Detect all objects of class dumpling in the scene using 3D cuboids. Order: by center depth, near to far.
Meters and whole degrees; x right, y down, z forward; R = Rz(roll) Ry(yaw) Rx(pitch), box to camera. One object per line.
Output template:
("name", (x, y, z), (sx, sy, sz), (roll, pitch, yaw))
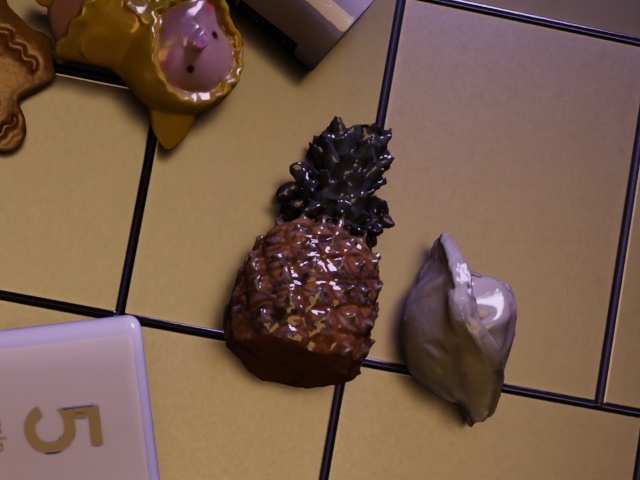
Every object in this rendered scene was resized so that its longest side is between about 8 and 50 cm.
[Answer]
("dumpling", (0.143, 0.092, 1.916), (0.118, 0.136, 0.199), (-15, 96, -17))

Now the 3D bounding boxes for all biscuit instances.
("biscuit", (-0.384, -0.143, 1.914), (0.249, 0.035, 0.184), (-43, 91, -10))

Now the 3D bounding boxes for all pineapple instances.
("pineapple", (0.000, 0.000, 1.903), (0.158, 0.158, 0.278), (17, 69, -6))

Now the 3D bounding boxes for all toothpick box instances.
("toothpick box", (-0.041, -0.270, 1.941), (0.181, 0.111, 0.111), (41, 80, -3))

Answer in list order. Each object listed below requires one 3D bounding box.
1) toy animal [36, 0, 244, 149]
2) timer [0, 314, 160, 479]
("toy animal", (-0.187, -0.211, 1.904), (0.230, 0.156, 0.156), (37, 80, -13))
("timer", (-0.259, 0.181, 1.813), (0.195, 0.192, 0.194), (-6, 84, -9))
